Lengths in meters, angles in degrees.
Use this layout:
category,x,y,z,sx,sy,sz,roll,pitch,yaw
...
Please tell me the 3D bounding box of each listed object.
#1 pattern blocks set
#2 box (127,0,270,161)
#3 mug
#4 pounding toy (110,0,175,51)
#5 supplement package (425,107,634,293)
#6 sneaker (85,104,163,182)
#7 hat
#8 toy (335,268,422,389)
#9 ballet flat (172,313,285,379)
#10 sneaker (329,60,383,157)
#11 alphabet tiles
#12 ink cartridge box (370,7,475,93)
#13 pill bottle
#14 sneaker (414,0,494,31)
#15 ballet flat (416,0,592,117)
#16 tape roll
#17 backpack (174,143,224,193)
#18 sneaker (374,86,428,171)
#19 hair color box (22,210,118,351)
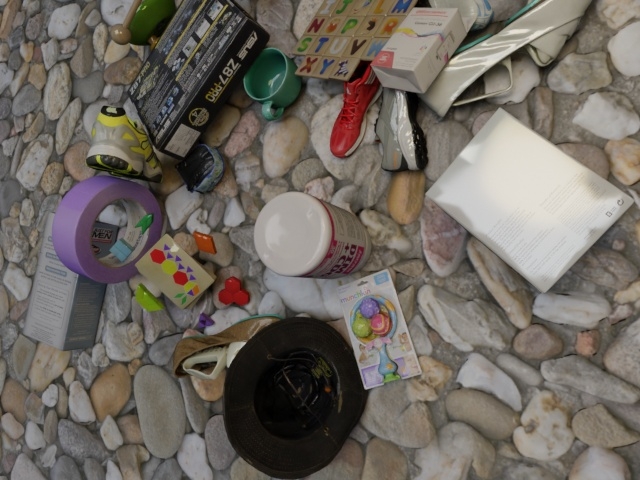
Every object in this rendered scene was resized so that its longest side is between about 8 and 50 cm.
category,x,y,z,sx,sy,sz,roll,pitch,yaw
pattern blocks set,-0.364,0.084,1.225,0.285,0.026,0.325,-31,104,18
box,-0.337,-0.454,1.256,0.395,0.097,0.318,-50,54,17
mug,-0.117,-0.383,1.198,0.129,0.097,0.158,35,101,27
pounding toy,-0.457,-0.589,1.339,0.183,0.237,0.110,-42,101,17
supplement package,0.373,-0.064,0.885,0.262,0.198,0.199,45,104,21
sneaker,-0.477,-0.232,1.228,0.145,0.384,0.147,7,90,-12
hat,-0.071,0.337,1.054,0.134,0.330,0.332,-40,64,58
toy,0.118,0.195,1.057,0.136,0.056,0.238,-22,76,20
ballet flat,-0.229,0.274,1.164,0.342,0.116,0.124,-16,39,24
sneaker,0.061,-0.305,1.092,0.086,0.128,0.222,24,95,25
alphabet tiles,0.083,-0.509,1.093,0.285,0.011,0.343,24,80,42
ink cartridge box,0.206,-0.396,0.958,0.115,0.067,0.198,28,78,43
pill bottle,0.000,0.000,1.004,0.160,0.283,0.161,-3,84,25
sneaker,0.277,-0.525,1.053,0.237,0.086,0.085,52,135,32
ballet flat,0.384,-0.379,0.965,0.400,0.139,0.139,-27,74,24
tape roll,-0.552,-0.029,1.268,0.090,0.274,0.275,16,91,26
backpack,-0.308,-0.193,1.276,0.114,0.084,0.105,-40,71,21
sneaker,0.161,-0.281,1.063,0.107,0.100,0.272,-11,79,31
hair color box,-0.744,0.117,1.433,0.185,0.113,0.375,12,91,25
